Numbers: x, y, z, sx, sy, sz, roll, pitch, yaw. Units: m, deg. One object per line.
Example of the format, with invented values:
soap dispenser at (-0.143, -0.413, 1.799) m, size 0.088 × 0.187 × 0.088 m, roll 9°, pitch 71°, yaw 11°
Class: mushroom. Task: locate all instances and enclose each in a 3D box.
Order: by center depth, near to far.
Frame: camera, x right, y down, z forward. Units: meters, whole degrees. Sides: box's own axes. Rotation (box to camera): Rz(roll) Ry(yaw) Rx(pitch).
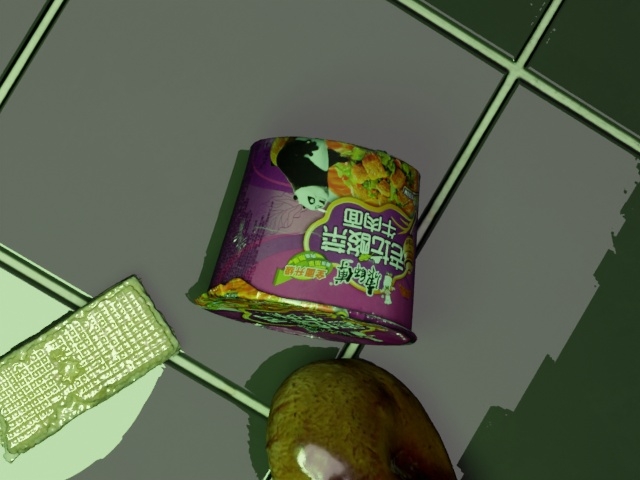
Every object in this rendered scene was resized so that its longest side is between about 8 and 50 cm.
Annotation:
mushroom at (0.026, 0.255, 1.866) m, size 0.254 × 0.267 × 0.267 m, roll 3°, pitch 90°, yaw 26°

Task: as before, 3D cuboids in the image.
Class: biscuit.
biscuit at (-0.281, 0.144, 1.880) m, size 0.239 × 0.062 × 0.108 m, roll -32°, pitch 94°, yaw -6°

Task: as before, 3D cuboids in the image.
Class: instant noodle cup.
instant noodle cup at (0.000, 0.000, 1.839) m, size 0.251 × 0.251 × 0.190 m, roll 12°, pitch 80°, yaw -7°
